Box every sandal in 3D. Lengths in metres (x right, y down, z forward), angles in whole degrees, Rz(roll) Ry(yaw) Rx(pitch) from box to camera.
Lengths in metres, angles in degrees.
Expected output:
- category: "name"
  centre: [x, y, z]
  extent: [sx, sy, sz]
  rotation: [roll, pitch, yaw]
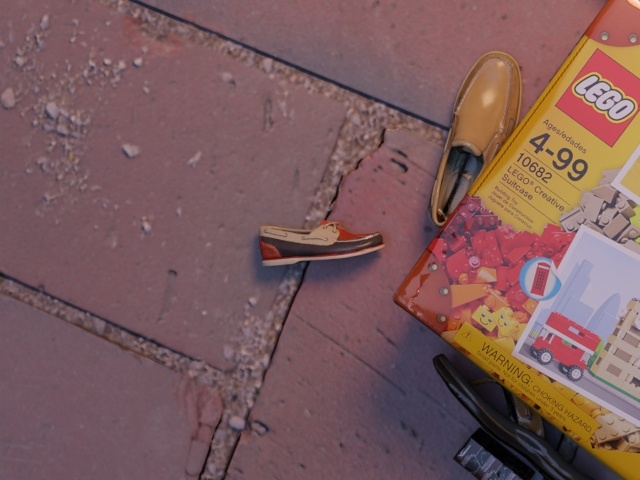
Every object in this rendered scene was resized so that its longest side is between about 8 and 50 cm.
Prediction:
- category: "sandal"
  centre: [0.205, 0.183, 1.896]
  extent: [0.219, 0.090, 0.060]
  rotation: [38, 85, 10]

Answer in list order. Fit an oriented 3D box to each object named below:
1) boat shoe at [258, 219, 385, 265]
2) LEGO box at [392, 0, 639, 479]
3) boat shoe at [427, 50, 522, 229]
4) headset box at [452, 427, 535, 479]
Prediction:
- category: "boat shoe"
  centre: [0.000, 0.000, 1.952]
  extent: [0.137, 0.049, 0.043]
  rotation: [-6, 90, 19]
- category: "LEGO box"
  centre: [0.385, 0.054, 1.785]
  extent: [0.500, 0.193, 0.372]
  rotation: [37, 102, 9]
- category: "boat shoe"
  centre: [0.156, -0.099, 1.893]
  extent: [0.068, 0.072, 0.190]
  rotation: [16, 97, 12]
- category: "headset box"
  centre: [0.181, 0.232, 1.914]
  extent: [0.083, 0.062, 0.032]
  rotation: [39, 102, 8]
